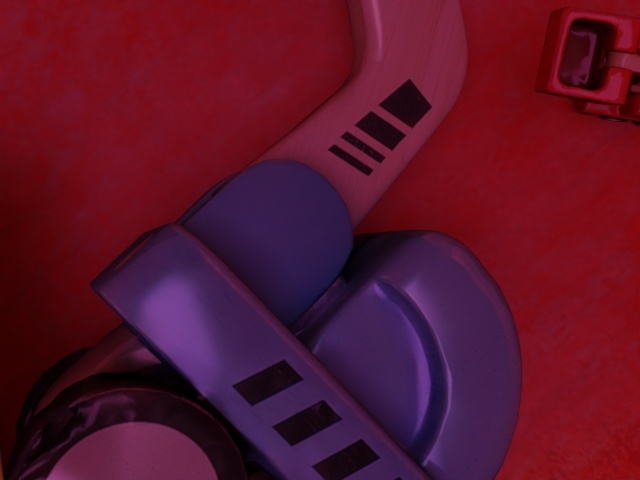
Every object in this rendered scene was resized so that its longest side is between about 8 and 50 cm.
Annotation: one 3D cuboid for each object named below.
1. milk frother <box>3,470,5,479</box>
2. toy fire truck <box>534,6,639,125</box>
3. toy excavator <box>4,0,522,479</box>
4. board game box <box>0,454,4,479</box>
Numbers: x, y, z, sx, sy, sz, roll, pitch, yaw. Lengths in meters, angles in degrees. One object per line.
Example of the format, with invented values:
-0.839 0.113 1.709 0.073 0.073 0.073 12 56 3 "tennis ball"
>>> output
-0.228 0.241 0.576 0.135 0.129 0.143 16 132 32 "milk frother"
0.217 -0.093 0.510 0.192 0.135 0.047 10 97 -1 "toy fire truck"
0.000 0.000 0.504 0.445 0.222 0.433 -45 100 -15 "toy excavator"
-0.312 0.118 0.392 0.308 0.086 0.301 -7 82 -30 "board game box"
